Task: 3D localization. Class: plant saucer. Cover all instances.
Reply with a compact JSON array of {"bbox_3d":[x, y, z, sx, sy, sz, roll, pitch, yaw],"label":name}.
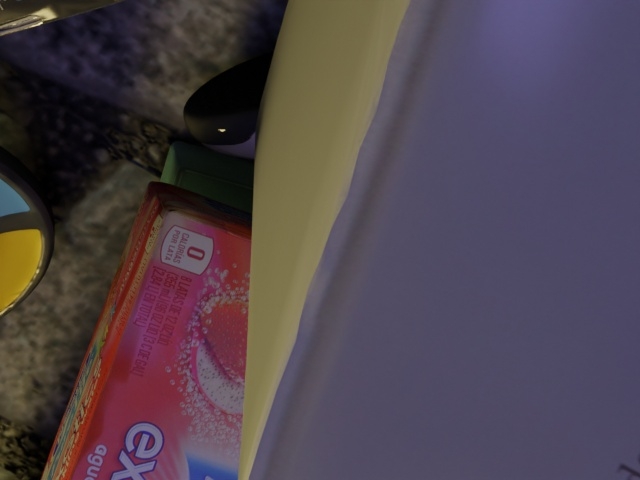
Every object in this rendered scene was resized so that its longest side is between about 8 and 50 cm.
[{"bbox_3d":[0.000,0.000,1.063,0.192,0.018,0.067,16,120,-8],"label":"plant saucer"}]

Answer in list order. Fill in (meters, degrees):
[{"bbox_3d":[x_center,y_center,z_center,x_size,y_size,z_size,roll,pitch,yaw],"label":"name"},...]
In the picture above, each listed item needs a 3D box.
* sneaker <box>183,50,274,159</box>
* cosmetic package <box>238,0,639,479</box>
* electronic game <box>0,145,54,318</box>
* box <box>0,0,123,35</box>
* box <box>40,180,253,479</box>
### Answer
[{"bbox_3d":[0.072,-0.038,0.996,0.270,0.090,0.145,-10,118,4],"label":"sneaker"},{"bbox_3d":[0.196,-0.063,0.744,0.393,0.329,0.327,13,120,-8],"label":"cosmetic package"},{"bbox_3d":[-0.256,0.001,1.003,0.229,0.048,0.229,-7,148,-4],"label":"electronic game"},{"bbox_3d":[-0.265,-0.258,0.834,0.318,0.097,0.395,-15,120,20],"label":"box"},{"bbox_3d":[-0.071,0.135,0.987,0.142,0.154,0.300,19,93,-11],"label":"box"}]
